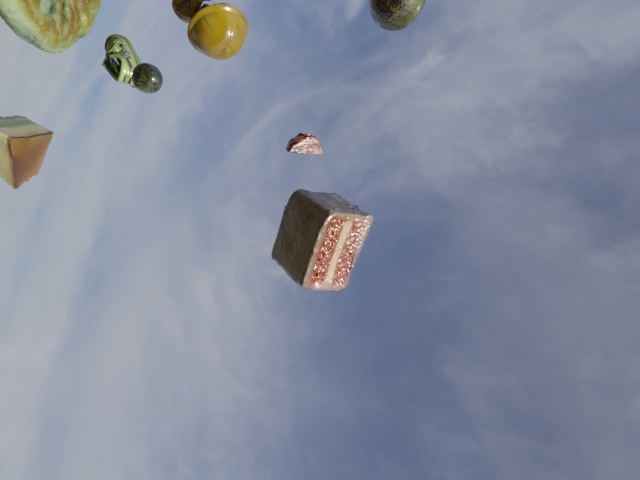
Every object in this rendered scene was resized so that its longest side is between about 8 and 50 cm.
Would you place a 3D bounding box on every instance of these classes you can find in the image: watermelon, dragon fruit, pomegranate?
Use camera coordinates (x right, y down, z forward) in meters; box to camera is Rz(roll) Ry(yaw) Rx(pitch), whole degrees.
[{"bbox_3d":[-0.625,-0.585,1.574,0.133,0.105,0.105,43,-71,39],"label":"watermelon"},{"bbox_3d":[-0.073,-0.393,1.752,0.106,0.162,0.083,41,-51,47],"label":"dragon fruit"},{"bbox_3d":[0.209,-0.781,1.364,0.214,0.247,0.214,-156,-90,-88],"label":"pomegranate"}]

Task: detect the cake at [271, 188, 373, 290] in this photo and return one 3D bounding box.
[{"bbox_3d":[0.000,0.000,1.506,0.230,0.237,0.309,35,-68,47],"label":"cake"}]

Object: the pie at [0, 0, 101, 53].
[{"bbox_3d":[-0.396,-0.395,0.632,0.240,0.054,0.241,-171,-90,-90],"label":"pie"}]

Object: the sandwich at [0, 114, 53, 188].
[{"bbox_3d":[-0.888,-0.247,1.251,0.186,0.108,0.220,-59,-168,13],"label":"sandwich"}]

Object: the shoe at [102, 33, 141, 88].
[{"bbox_3d":[-0.807,-0.738,1.784,0.140,0.128,0.262,-39,-101,20],"label":"shoe"}]

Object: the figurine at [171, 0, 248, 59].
[{"bbox_3d":[-0.352,-0.676,1.373,0.257,0.192,0.167,38,-88,15],"label":"figurine"}]
